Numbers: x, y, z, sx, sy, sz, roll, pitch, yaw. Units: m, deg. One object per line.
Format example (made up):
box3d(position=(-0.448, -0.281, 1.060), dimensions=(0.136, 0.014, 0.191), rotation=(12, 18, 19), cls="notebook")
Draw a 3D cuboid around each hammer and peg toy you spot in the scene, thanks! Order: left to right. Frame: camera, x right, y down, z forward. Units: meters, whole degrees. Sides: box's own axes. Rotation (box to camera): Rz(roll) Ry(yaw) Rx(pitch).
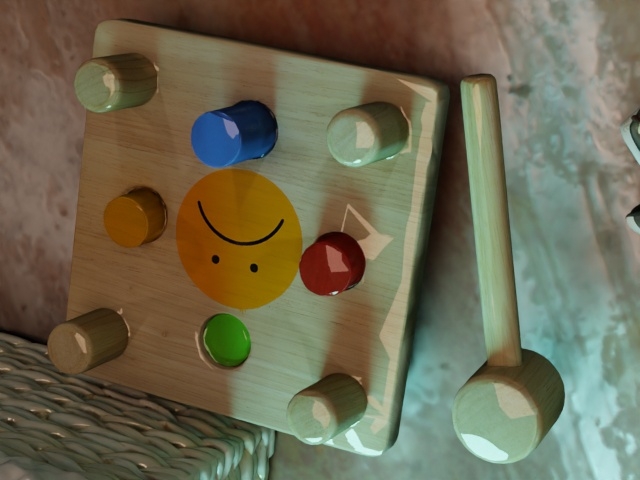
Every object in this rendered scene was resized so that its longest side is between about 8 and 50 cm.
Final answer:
box3d(position=(0.000, 0.000, 1.083), dimensions=(0.361, 0.127, 0.266), rotation=(12, 104, 22), cls="hammer and peg toy")

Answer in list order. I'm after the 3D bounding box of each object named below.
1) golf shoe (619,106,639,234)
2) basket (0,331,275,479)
box3d(position=(0.224, -0.085, 0.987), dimensions=(0.094, 0.077, 0.198), rotation=(7, 103, 24), cls="golf shoe")
box3d(position=(-0.229, 0.255, 1.166), dimensions=(0.331, 0.266, 0.328), rotation=(14, 107, 23), cls="basket")
